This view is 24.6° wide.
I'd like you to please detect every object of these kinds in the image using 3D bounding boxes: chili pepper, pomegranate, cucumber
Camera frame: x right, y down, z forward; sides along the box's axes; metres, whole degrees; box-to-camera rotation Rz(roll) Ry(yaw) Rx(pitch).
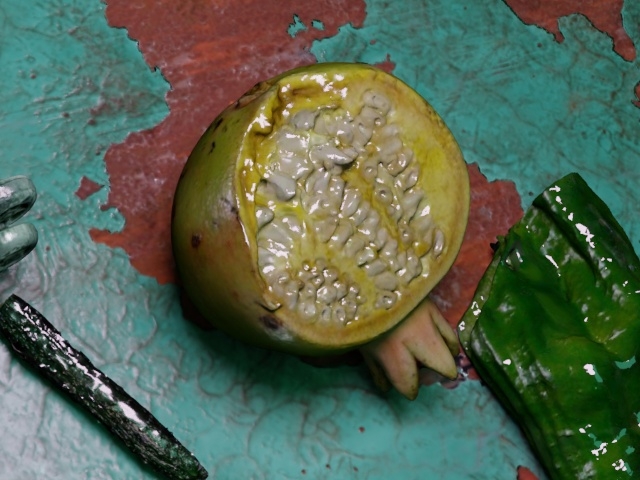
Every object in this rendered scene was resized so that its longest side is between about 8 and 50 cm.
[{"bbox_3d":[0.282,0.115,1.537,0.213,0.167,0.385,-11,72,-29],"label":"chili pepper"},{"bbox_3d":[0.000,0.000,1.456,0.310,0.216,0.358,-46,121,-32],"label":"pomegranate"},{"bbox_3d":[-0.208,0.147,1.384,0.257,0.043,0.044,42,64,-3],"label":"cucumber"}]

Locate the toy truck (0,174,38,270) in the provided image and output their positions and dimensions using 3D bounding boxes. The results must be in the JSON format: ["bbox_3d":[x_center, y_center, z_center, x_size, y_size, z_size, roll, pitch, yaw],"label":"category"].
[{"bbox_3d":[-0.346,-0.044,1.271,0.156,0.279,0.155,-31,82,-17],"label":"toy truck"}]
